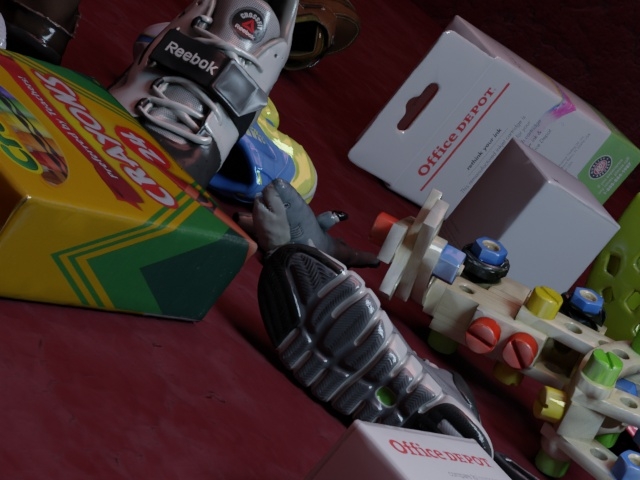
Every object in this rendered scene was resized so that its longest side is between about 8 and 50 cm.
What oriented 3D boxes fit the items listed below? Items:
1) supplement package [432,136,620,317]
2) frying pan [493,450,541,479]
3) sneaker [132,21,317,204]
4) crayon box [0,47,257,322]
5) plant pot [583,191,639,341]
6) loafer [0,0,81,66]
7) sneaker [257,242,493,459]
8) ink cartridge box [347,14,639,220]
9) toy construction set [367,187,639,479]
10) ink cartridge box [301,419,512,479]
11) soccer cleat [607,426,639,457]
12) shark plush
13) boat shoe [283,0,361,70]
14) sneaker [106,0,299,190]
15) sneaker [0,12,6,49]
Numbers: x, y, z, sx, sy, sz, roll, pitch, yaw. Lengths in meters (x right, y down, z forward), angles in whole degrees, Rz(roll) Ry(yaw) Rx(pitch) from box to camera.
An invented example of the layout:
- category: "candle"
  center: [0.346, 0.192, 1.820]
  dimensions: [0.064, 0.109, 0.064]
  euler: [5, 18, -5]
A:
- category: "supplement package"
  center: [0.188, 0.009, 1.772]
  dimensions: [0.105, 0.179, 0.105]
  euler: [31, 16, -27]
- category: "frying pan"
  center: [0.289, 0.283, 1.441]
  dimensions: [0.197, 0.053, 0.326]
  euler: [21, 25, -53]
- category: "sneaker"
  center: [-0.104, -0.119, 1.632]
  dimensions: [0.240, 0.091, 0.126]
  euler: [44, 15, 19]
- category: "crayon box"
  center: [-0.202, -0.047, 1.176]
  dimensions: [0.202, 0.081, 0.318]
  euler: [45, 16, 25]
- category: "plant pot"
  center: [0.393, 0.104, 1.932]
  dimensions: [0.227, 0.207, 0.228]
  euler: [46, 15, 27]
- category: "loafer"
  center: [-0.252, -0.224, 1.618]
  dimensions: [0.080, 0.078, 0.220]
  euler: [33, 15, -22]
- category: "sneaker"
  center: [0.044, 0.096, 1.366]
  dimensions: [0.228, 0.086, 0.132]
  euler: [50, 10, 5]
- category: "ink cartridge box"
  center: [0.192, -0.126, 2.156]
  dimensions: [0.353, 0.207, 0.119]
  euler: [29, 18, -36]
- category: "toy construction set"
  center: [0.173, 0.088, 1.584]
  dimensions: [0.328, 0.151, 0.215]
  euler: [40, 27, 2]
- category: "ink cartridge box"
  center: [0.097, 0.215, 1.070]
  dimensions: [0.218, 0.092, 0.158]
  euler: [45, 15, 31]
- category: "soccer cleat"
  center: [0.332, 0.221, 1.709]
  dimensions: [0.248, 0.083, 0.095]
  euler: [42, 43, -7]
- category: "shark plush"
  center: [0.000, 0.000, 1.559]
  dimensions: [0.161, 0.067, 0.073]
  euler: [29, 16, -32]
- category: "boat shoe"
  center: [-0.036, -0.259, 2.252]
  dimensions: [0.104, 0.110, 0.307]
  euler: [49, 27, 24]
- category: "sneaker"
  center: [-0.102, -0.131, 1.458]
  dimensions: [0.122, 0.146, 0.330]
  euler: [31, 33, -3]
- category: "sneaker"
  center: [-0.339, -0.210, 1.300]
  dimensions: [0.153, 0.101, 0.268]
  euler: [24, 22, -51]
